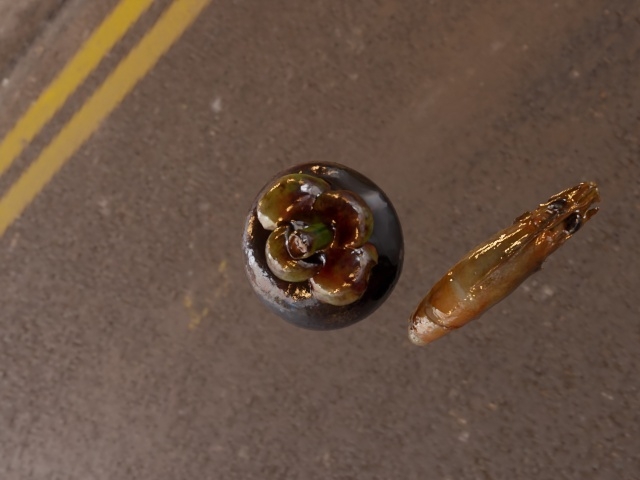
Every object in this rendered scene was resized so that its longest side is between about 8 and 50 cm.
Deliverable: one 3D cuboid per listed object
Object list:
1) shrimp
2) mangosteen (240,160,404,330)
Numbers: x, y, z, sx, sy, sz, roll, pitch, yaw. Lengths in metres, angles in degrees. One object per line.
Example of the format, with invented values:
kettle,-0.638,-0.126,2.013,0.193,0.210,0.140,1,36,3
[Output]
shrimp,0.201,0.024,1.281,0.287,0.152,0.063,-42,79,30
mangosteen,0.000,0.000,1.318,0.194,0.230,0.194,-1,77,3
